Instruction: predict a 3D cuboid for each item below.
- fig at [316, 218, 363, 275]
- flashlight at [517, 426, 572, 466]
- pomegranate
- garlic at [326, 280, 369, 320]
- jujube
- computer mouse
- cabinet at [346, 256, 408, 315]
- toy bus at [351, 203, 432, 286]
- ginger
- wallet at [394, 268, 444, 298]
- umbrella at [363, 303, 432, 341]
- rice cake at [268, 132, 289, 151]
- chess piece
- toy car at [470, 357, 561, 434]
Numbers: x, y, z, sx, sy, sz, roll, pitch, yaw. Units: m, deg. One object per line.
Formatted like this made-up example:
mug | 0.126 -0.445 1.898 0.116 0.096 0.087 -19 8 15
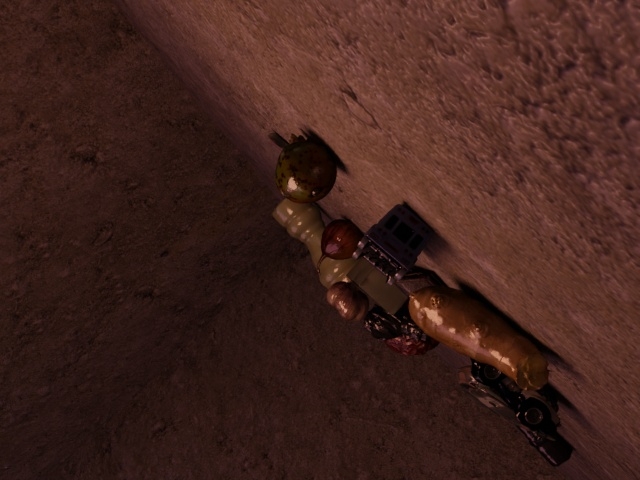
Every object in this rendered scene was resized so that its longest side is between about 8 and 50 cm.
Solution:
fig | 0.061 0.003 2.338 0.148 0.202 0.149 60 -152 -17
flashlight | 0.695 0.607 2.308 0.424 0.103 0.103 45 176 10
pomegranate | -0.041 -0.183 1.619 0.159 0.159 0.205 49 -160 -46
garlic | 0.092 0.188 2.113 0.147 0.102 0.159 28 -164 -25
jujube | 0.305 0.296 2.313 0.213 0.213 0.232 47 164 -19
computer mouse | 0.606 0.502 2.091 0.389 0.115 0.199 34 167 -1
cabinet | 0.198 0.117 2.079 0.145 0.150 0.206 42 178 -10
toy bus | 0.162 0.012 1.487 0.125 0.133 0.292 40 174 5
ginger | 0.359 0.234 1.498 0.375 0.166 0.236 50 171 38
wallet | 0.324 0.164 1.865 0.221 0.071 0.262 47 169 -9
umbrella | 0.306 0.284 2.144 0.340 0.118 0.118 8 163 17
rice cake | -0.092 -0.268 2.023 0.207 0.036 0.047 44 166 30
chess piece | 0.000 0.000 2.704 0.442 0.234 0.234 50 177 5
toy car | 0.504 0.372 1.713 0.301 0.118 0.193 45 -175 5
